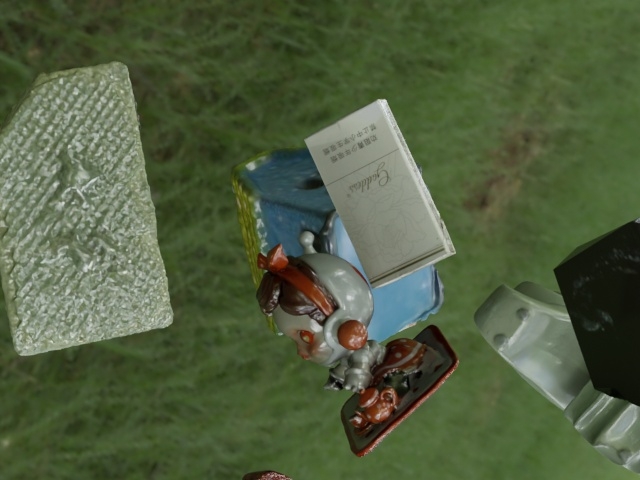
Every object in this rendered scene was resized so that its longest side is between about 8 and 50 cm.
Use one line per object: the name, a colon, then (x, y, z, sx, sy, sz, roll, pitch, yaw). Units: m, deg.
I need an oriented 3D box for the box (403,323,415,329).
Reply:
box: (0.040, 0.038, 2.189, 0.265, 0.048, 0.273, -14, 85, -61)

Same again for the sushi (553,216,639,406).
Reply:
sushi: (0.328, 0.054, 0.939, 0.227, 0.212, 0.215, -16, 169, -14)

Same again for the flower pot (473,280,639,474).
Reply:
flower pot: (0.420, 0.203, 2.180, 0.164, 0.367, 0.254, -52, 170, 13)

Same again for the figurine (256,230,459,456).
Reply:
figurine: (0.014, 0.091, 1.528, 0.160, 0.226, 0.183, -43, -168, 3)

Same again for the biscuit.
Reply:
biscuit: (-0.225, -0.031, 1.237, 0.052, 0.150, 0.252, 179, -98, -77)

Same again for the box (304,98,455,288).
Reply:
box: (0.068, -0.053, 1.578, 0.109, 0.198, 0.029, -26, 176, 25)

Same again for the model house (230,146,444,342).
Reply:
model house: (0.000, 0.000, 1.909, 0.215, 0.303, 0.237, -28, 120, -33)

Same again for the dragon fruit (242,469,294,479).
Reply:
dragon fruit: (-0.010, 0.386, 1.572, 0.286, 0.329, 0.228, 147, -61, -60)
